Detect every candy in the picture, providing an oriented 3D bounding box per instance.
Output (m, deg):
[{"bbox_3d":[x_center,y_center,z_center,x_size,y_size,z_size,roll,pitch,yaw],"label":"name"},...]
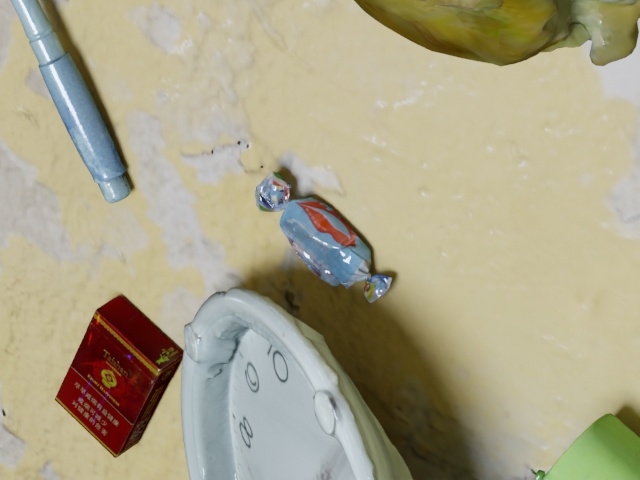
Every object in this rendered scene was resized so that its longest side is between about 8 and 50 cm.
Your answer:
[{"bbox_3d":[-0.001,0.001,0.944,0.083,0.020,0.030,45,132,9],"label":"candy"}]

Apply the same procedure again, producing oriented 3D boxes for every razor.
[{"bbox_3d":[-0.133,-0.081,1.000,0.068,0.040,0.135,-11,110,42],"label":"razor"}]

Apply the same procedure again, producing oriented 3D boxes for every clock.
[{"bbox_3d":[-0.002,0.133,0.960,0.236,0.053,0.236,39,136,52],"label":"clock"}]

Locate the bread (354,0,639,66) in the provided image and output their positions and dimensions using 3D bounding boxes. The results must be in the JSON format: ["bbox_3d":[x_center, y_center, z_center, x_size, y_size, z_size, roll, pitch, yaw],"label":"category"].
[{"bbox_3d":[0.010,-0.184,0.722,0.252,0.238,0.196,16,86,39],"label":"bread"}]

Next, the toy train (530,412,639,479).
[{"bbox_3d":[0.171,0.193,0.863,0.253,0.105,0.157,41,120,16],"label":"toy train"}]

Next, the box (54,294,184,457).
[{"bbox_3d":[-0.113,0.076,1.070,0.051,0.023,0.082,41,131,14],"label":"box"}]
